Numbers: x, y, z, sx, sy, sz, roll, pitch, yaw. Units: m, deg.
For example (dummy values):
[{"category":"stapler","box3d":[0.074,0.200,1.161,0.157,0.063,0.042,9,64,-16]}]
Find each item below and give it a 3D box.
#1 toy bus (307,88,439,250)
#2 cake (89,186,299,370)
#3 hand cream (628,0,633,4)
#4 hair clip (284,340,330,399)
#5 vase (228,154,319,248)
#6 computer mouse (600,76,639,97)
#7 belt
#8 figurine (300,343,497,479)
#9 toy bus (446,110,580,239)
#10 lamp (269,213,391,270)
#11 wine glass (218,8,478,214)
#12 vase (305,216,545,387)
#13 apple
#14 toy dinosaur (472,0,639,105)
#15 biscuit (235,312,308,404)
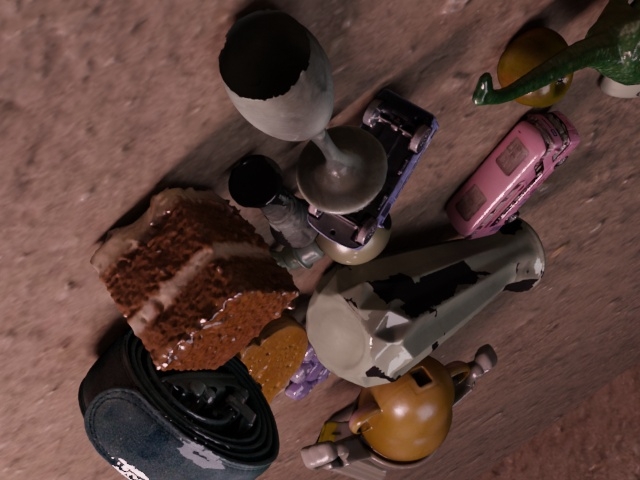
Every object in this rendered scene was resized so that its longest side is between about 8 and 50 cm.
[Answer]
[{"category":"toy bus","box3d":[0.058,-0.070,1.674,0.167,0.073,0.076,-59,165,2]},{"category":"cake","box3d":[-0.125,0.036,1.565,0.135,0.147,0.134,-43,157,18]},{"category":"hand cream","box3d":[0.494,-0.337,1.893,0.341,0.077,0.124,-27,159,-3]},{"category":"hair clip","box3d":[0.004,0.135,2.148,0.124,0.052,0.195,-29,152,-46]},{"category":"vase","box3d":[-0.046,-0.039,1.657,0.059,0.059,0.167,-37,160,2]},{"category":"computer mouse","box3d":[0.443,-0.236,2.023,0.182,0.056,0.089,-39,164,5]},{"category":"belt","box3d":[-0.165,0.193,1.761,0.116,0.206,0.267,-44,147,20]},{"category":"figurine","box3d":[0.119,0.264,2.426,0.342,0.167,0.285,-50,175,-25]},{"category":"toy bus","box3d":[0.243,-0.080,2.025,0.090,0.063,0.203,-12,149,-47]},{"category":"lamp","box3d":[0.000,0.000,1.800,0.163,0.091,0.091,-27,164,22]},{"category":"wine glass","box3d":[0.028,-0.188,1.498,0.264,0.096,0.309,-59,160,-8]},{"category":"vase","box3d":[0.146,0.067,2.075,0.360,0.165,0.165,-22,156,-42]},{"category":"apple","box3d":[0.241,-0.193,1.764,0.089,0.074,0.089,-35,142,-33]},{"category":"toy dinosaur","box3d":[0.317,-0.173,1.746,0.300,0.087,0.447,-59,147,-10]},{"category":"biscuit","box3d":[-0.092,0.159,2.012,0.170,0.050,0.170,-37,149,-26]}]
